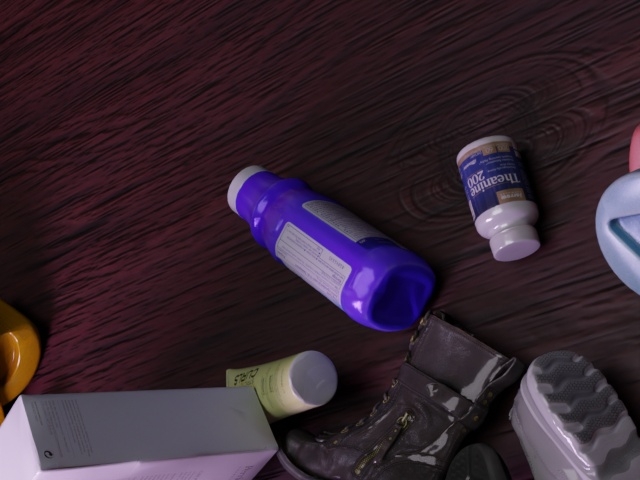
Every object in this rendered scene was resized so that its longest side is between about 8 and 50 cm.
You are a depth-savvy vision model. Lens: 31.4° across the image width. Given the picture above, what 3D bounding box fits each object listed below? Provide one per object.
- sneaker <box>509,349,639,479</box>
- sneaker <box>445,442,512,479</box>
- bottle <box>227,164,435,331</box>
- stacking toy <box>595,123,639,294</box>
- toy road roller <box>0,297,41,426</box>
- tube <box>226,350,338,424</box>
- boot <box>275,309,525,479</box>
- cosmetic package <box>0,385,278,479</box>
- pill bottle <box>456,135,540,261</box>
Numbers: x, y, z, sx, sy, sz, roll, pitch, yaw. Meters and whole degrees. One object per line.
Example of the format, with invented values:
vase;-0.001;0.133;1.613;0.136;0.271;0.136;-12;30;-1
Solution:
sneaker;0.267;0.240;1.040;0.281;0.105;0.115;65;154;26
sneaker;0.189;0.302;1.060;0.087;0.130;0.227;-44;46;36
bottle;0.000;0.000;1.294;0.283;0.118;0.092;35;103;40
stacking toy;0.353;-0.050;0.909;0.309;0.130;0.279;14;125;45
toy road roller;-0.528;0.226;1.674;0.202;0.240;0.329;27;134;41
tube;-0.062;0.178;1.317;0.070;0.062;0.240;-49;11;-29
boot;0.083;0.180;1.211;0.263;0.091;0.229;19;82;49
cosmetic package;-0.262;0.308;1.280;0.377;0.284;0.097;-52;48;35
pill bottle;0.187;-0.043;1.178;0.067;0.067;0.120;-30;61;32
